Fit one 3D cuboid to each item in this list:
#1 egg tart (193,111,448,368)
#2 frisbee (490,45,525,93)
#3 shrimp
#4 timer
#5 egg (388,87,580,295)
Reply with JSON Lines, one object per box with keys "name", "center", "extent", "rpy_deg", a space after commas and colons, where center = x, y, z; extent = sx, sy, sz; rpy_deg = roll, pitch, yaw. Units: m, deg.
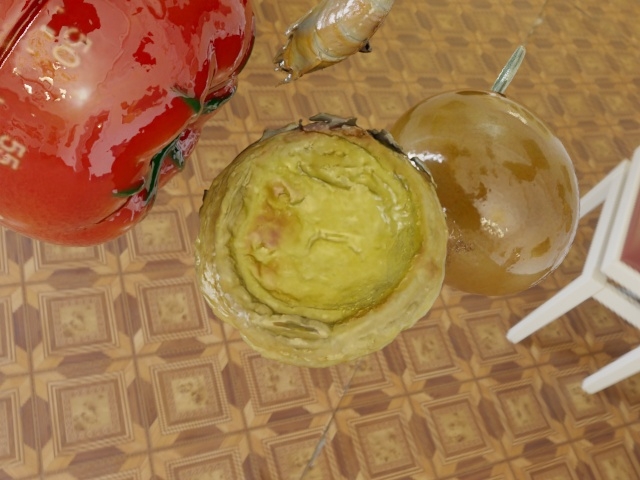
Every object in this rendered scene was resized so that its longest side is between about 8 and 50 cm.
{"name": "egg tart", "center": [0.000, 0.000, 0.689], "extent": [0.278, 0.095, 0.279], "rpy_deg": [0, 68, 0]}
{"name": "frisbee", "center": [0.306, -0.270, 1.068], "extent": [0.014, 0.110, 0.110], "rpy_deg": [30, 53, 2]}
{"name": "shrimp", "center": [0.007, -0.156, 0.423], "extent": [0.045, 0.162, 0.095], "rpy_deg": [10, 81, -26]}
{"name": "timer", "center": [-0.247, -0.184, 0.688], "extent": [0.279, 0.378, 0.378], "rpy_deg": [38, 53, -9]}
{"name": "egg", "center": [0.226, -0.074, 0.962], "extent": [0.282, 0.283, 0.351], "rpy_deg": [4, 39, -20]}
